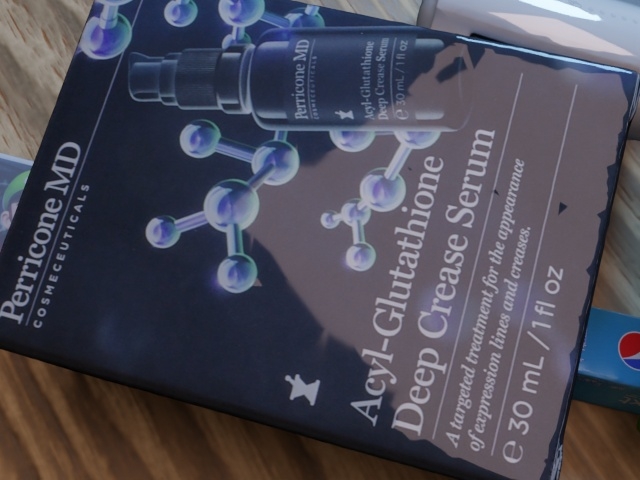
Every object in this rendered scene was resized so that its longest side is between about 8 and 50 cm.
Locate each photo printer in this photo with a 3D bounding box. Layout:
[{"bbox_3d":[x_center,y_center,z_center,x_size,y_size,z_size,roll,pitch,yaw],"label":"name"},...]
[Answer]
[{"bbox_3d":[0.215,-0.185,0.805,0.256,0.107,0.307,17,23,3],"label":"photo printer"}]

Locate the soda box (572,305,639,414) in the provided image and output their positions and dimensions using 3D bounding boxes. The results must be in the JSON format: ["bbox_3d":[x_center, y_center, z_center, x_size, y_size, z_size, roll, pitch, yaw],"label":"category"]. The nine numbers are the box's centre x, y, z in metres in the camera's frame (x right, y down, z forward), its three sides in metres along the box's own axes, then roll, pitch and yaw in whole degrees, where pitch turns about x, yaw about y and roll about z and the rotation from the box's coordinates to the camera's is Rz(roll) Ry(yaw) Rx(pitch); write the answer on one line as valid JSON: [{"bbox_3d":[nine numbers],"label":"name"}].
[{"bbox_3d":[0.304,0.117,0.781,0.210,0.071,0.067,14,65,1],"label":"soda box"}]

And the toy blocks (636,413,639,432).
[{"bbox_3d":[0.432,0.010,0.662,0.261,0.191,0.381,11,101,-8],"label":"toy blocks"}]

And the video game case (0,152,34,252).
[{"bbox_3d":[-0.318,-0.004,0.802,0.190,0.022,0.173,14,64,1],"label":"video game case"}]

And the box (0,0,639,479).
[{"bbox_3d":[0.000,0.000,0.676,0.396,0.212,0.293,13,77,9],"label":"box"}]
